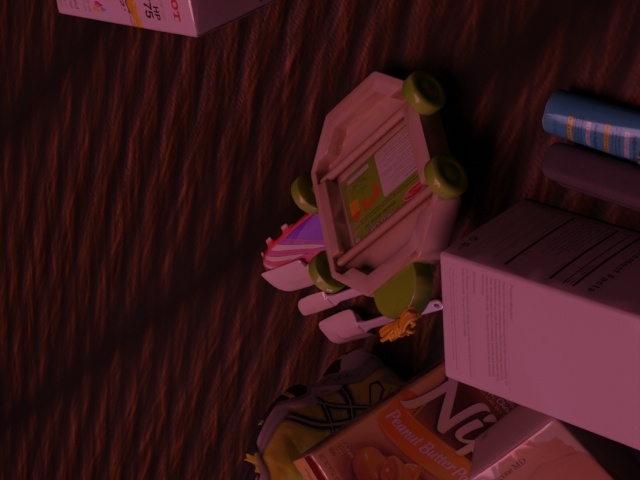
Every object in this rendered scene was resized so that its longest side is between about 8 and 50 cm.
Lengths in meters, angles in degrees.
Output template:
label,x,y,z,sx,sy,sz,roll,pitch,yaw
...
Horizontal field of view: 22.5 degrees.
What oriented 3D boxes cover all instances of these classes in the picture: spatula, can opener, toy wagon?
label,x,y,z,sx,sy,sz,roll,pitch,yaw
spatula,0.050,0.071,2.214,0.242,0.019,0.168,-20,120,44
can opener,0.366,-0.036,1.788,0.280,0.074,0.093,28,91,37
toy wagon,0.080,-0.033,1.981,0.267,0.068,0.344,-40,52,43

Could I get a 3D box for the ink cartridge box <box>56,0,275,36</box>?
label,x,y,z,sx,sy,sz,roll,pitch,yaw
ink cartridge box,-0.198,-0.397,2.065,0.270,0.197,0.198,15,125,40

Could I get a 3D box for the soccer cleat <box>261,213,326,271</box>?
label,x,y,z,sx,sy,sz,roll,pitch,yaw
soccer cleat,0.000,0.000,2.212,0.095,0.083,0.248,54,138,8

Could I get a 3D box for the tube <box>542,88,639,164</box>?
label,x,y,z,sx,sy,sz,roll,pitch,yaw
tube,0.350,-0.116,1.797,0.207,0.052,0.080,21,143,30

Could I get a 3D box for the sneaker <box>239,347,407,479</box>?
label,x,y,z,sx,sy,sz,roll,pitch,yaw
sneaker,0.022,0.265,2.135,0.147,0.384,0.145,27,125,20

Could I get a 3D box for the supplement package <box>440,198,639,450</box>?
label,x,y,z,sx,sy,sz,roll,pitch,yaw
supplement package,0.308,0.093,1.870,0.293,0.175,0.177,20,125,38

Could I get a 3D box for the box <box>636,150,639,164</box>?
label,x,y,z,sx,sy,sz,roll,pitch,yaw
box,0.444,-0.146,1.520,0.232,0.058,0.322,38,135,29

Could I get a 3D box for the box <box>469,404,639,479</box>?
label,x,y,z,sx,sy,sz,roll,pitch,yaw
box,0.334,0.333,1.951,0.148,0.121,0.311,-41,99,21

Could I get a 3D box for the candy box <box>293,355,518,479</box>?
label,x,y,z,sx,sy,sz,roll,pitch,yaw
candy box,0.146,0.266,2.038,0.183,0.316,0.087,58,159,1
